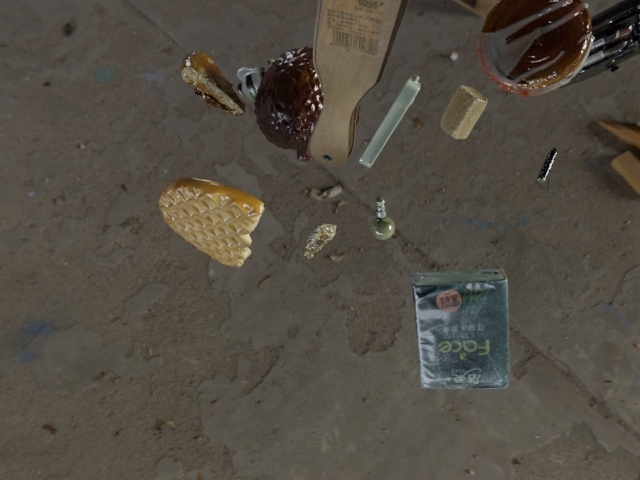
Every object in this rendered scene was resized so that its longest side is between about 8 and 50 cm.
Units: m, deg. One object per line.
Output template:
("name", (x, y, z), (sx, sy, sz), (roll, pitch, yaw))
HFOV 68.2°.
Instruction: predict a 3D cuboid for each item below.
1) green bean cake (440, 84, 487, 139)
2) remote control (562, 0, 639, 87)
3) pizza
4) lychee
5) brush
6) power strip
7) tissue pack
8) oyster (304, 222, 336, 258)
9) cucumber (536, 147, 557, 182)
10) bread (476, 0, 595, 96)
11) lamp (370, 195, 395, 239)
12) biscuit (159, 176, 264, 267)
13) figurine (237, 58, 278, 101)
("green bean cake", (0.542, -0.488, 1.804), (0.085, 0.179, 0.109), (-4, 48, -32))
("remote control", (0.673, -0.452, 0.976), (0.398, 0.145, 0.062), (-26, 38, 10))
("pizza", (-0.267, -0.377, 1.178), (0.069, 0.194, 0.154), (-34, 28, 18))
("lychee", (-0.031, -0.319, 1.121), (0.260, 0.261, 0.261), (-3, 68, 8))
("brush", (0.028, -0.168, 0.456), (0.069, 0.327, 0.065), (16, 71, 0))
("power strip", (0.266, -0.451, 1.798), (0.062, 0.385, 0.091), (31, 32, -1))
("tissue pack", (0.358, 0.227, 1.207), (0.227, 0.103, 0.316), (-4, 111, 13))
("oyster", (0.001, -0.002, 1.698), (0.053, 0.108, 0.166), (52, 126, 17))
("cucumber", (0.795, -0.266, 1.653), (0.032, 0.032, 0.133), (23, 80, 18))
("bread", (0.324, -0.302, 0.718), (0.160, 0.073, 0.161), (6, 100, 33))
("lamp", (0.226, -0.085, 1.737), (0.090, 0.163, 0.091), (-5, 25, 3))
("biscuit", (-0.225, -0.034, 0.937), (0.204, 0.309, 0.040), (27, 62, -6))
("figurine", (-0.150, -0.437, 1.312), (0.192, 0.147, 0.126), (-5, 68, 33))
